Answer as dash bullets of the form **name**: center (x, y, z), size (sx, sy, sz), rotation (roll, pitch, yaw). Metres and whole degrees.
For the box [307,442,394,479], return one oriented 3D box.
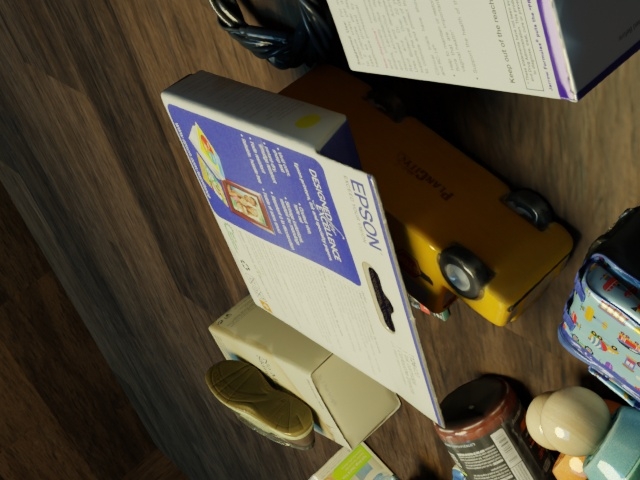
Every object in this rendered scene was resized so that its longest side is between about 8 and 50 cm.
- **box**: center (0.085, 0.464, 1.591), size (0.203, 0.114, 0.103), rotation (46, 154, 11)

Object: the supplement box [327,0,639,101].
- **supplement box**: center (0.110, -0.181, 0.625), size (0.220, 0.111, 0.114), rotation (19, 141, 50)

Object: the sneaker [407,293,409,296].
- **sneaker**: center (0.011, -0.035, 1.053), size (0.292, 0.108, 0.169), rotation (50, 142, 15)

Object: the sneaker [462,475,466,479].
- **sneaker**: center (0.251, 0.375, 1.252), size (0.135, 0.052, 0.058), rotation (56, 152, -12)

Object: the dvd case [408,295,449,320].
- **dvd case**: center (0.101, 0.043, 1.086), size (0.119, 0.013, 0.087), rotation (23, 144, 46)

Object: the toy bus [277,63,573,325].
- **toy bus**: center (0.078, -0.042, 0.884), size (0.333, 0.108, 0.130), rotation (40, 154, 23)

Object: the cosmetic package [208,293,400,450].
- **cosmetic package**: center (-0.033, 0.196, 1.422), size (0.309, 0.113, 0.160), rotation (13, 136, 56)

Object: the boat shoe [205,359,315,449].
- **boat shoe**: center (-0.094, 0.258, 1.381), size (0.223, 0.080, 0.073), rotation (23, 139, 40)

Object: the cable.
- **cable**: center (-0.052, -0.243, 0.920), size (0.184, 0.047, 0.150), rotation (6, 135, 55)

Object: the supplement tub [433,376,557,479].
- **supplement tub**: center (0.224, 0.267, 1.076), size (0.198, 0.106, 0.106), rotation (58, 156, -16)

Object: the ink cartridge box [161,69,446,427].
- **ink cartridge box**: center (0.000, 0.000, 0.873), size (0.307, 0.072, 0.303), rotation (25, 145, 42)

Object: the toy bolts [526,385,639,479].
- **toy bolts**: center (0.245, 0.226, 0.820), size (0.158, 0.218, 0.228), rotation (33, 159, 13)

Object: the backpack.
- **backpack**: center (0.269, 0.075, 0.709), size (0.158, 0.117, 0.173), rotation (42, 157, 23)

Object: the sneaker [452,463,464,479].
- **sneaker**: center (0.217, 0.403, 1.305), size (0.058, 0.084, 0.152), rotation (6, 130, 58)

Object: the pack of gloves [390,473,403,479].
- **pack of gloves**: center (0.195, 0.446, 1.422), size (0.195, 0.046, 0.232), rotation (51, 177, 22)
